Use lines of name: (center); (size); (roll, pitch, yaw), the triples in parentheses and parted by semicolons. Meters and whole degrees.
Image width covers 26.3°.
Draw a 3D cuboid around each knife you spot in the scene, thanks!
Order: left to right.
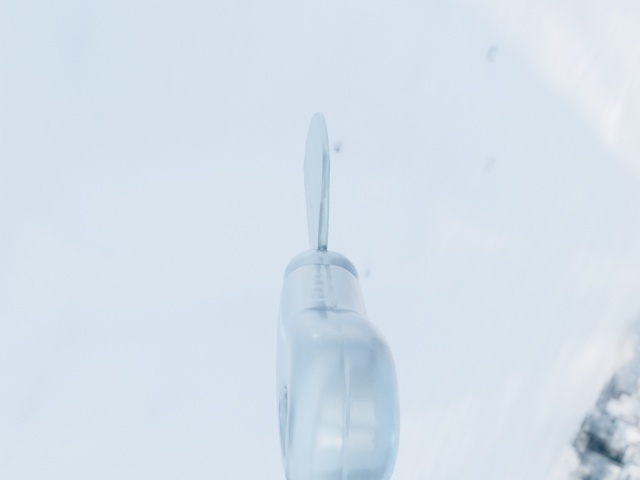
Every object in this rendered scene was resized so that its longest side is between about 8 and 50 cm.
knife: (0.000, -0.002, 0.633); (0.331, 0.044, 0.080); (-95, -173, -62)
